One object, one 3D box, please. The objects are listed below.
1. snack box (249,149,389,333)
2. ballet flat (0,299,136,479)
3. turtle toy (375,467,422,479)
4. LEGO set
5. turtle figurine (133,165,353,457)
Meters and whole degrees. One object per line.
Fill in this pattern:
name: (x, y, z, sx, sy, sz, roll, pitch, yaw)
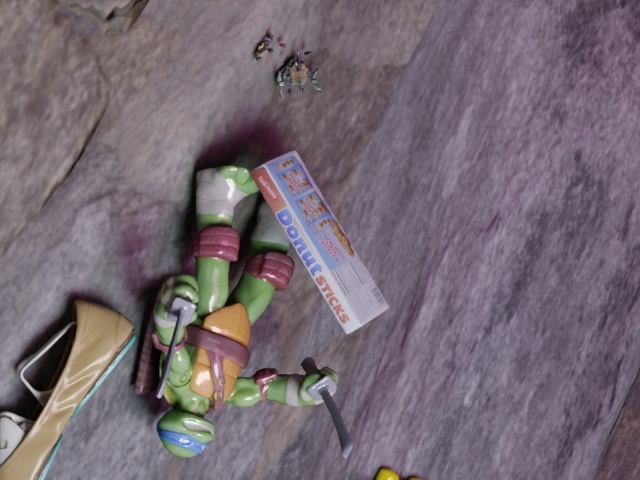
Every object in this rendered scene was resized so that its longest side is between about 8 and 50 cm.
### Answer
snack box: (0.000, 0.000, 1.651, 0.178, 0.022, 0.064, 59, 33, 1)
ballet flat: (-0.260, 0.158, 1.618, 0.073, 0.080, 0.232, 34, 80, -13)
turtle toy: (0.079, 0.307, 1.935, 0.130, 0.066, 0.095, 24, 90, -42)
LEGO set: (-0.032, -0.169, 1.707, 0.054, 0.023, 0.083, -45, 115, -21)
turtle figurine: (-0.058, 0.071, 1.629, 0.198, 0.274, 0.266, 14, 72, -10)
